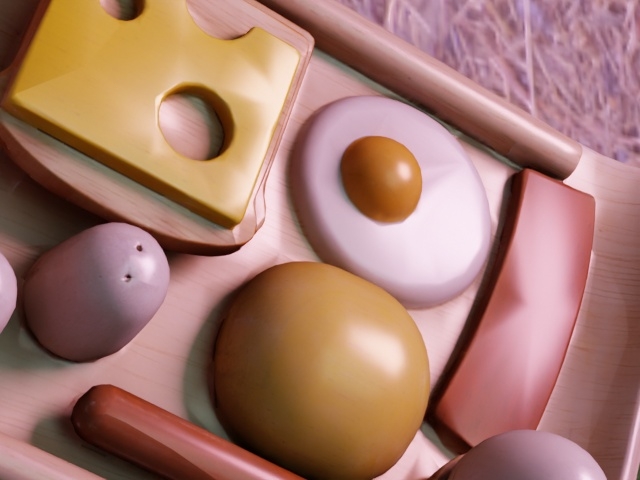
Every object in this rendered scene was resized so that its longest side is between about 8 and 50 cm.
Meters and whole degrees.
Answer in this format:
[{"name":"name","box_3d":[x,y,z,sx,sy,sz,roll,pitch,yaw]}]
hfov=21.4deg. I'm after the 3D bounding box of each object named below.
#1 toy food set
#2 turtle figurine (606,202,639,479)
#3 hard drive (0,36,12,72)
[{"name":"toy food set","box_3d":[0.000,0.000,0.514,0.306,0.092,0.219,29,61,-19]},{"name":"turtle figurine","box_3d":[0.164,0.124,0.685,0.198,0.275,0.266,36,46,-75]},{"name":"hard drive","box_3d":[-0.166,-0.004,0.487,0.307,0.040,0.203,37,58,-32]}]
